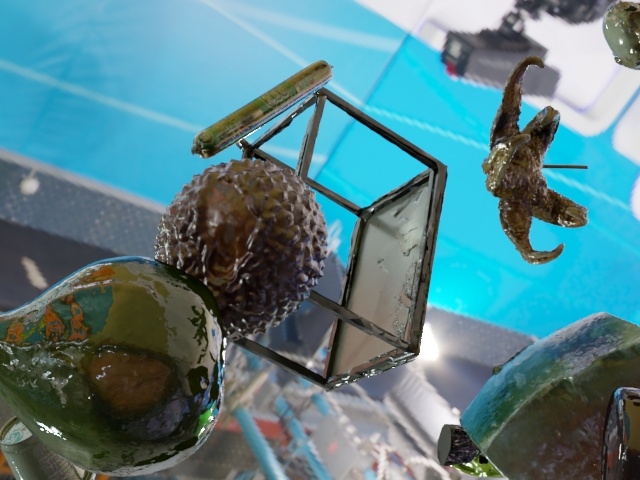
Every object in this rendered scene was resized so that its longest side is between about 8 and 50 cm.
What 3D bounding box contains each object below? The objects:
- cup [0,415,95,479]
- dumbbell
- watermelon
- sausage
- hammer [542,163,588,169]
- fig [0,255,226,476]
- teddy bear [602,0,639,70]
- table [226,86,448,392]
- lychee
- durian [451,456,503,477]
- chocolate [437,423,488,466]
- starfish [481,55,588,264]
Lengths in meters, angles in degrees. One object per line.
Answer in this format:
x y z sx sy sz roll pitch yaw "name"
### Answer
-0.405 0.324 1.491 0.120 0.120 0.141 -116 4 -59 "cup"
0.370 0.208 0.919 0.225 0.140 0.124 4 -170 10 "dumbbell"
0.345 0.241 1.313 0.302 0.264 0.151 54 -178 23 "watermelon"
-0.062 -0.156 1.187 0.033 0.033 0.269 38 -134 13 "sausage"
0.349 -0.109 1.529 0.110 0.019 0.035 2 -159 -13 "hammer"
-0.199 0.103 0.897 0.245 0.195 0.195 12 -158 -12 "fig"
0.494 -0.237 1.157 0.267 0.156 0.256 37 162 -14 "teddy bear"
0.000 0.000 1.514 0.272 0.222 0.335 29 -126 -24 "table"
-0.079 0.004 1.071 0.188 0.188 0.188 32 -163 -11 "lychee"
0.318 0.308 1.661 0.101 0.250 0.139 32 -166 -46 "durian"
0.242 0.305 1.465 0.147 0.072 0.070 18 156 -12 "chocolate"
0.199 -0.078 0.980 0.146 0.074 0.190 -23 -78 -50 "starfish"
